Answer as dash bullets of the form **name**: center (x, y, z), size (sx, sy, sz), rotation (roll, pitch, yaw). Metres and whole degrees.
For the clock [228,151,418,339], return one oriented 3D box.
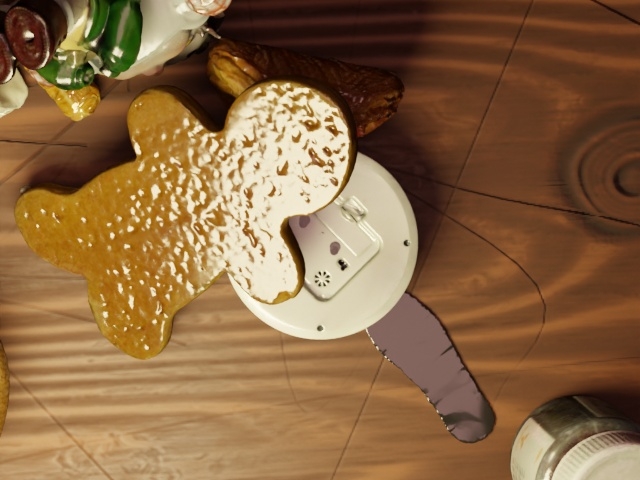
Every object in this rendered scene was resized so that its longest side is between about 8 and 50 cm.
- **clock**: center (0.000, 0.000, 1.691), size (0.231, 0.083, 0.230), rotation (0, 93, -4)

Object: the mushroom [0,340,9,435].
- **mushroom**: center (-0.498, 0.174, 1.637), size (0.297, 0.163, 0.278), rotation (-26, 103, -1)

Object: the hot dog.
- **hot dog**: center (-0.019, -0.168, 1.642), size (0.227, 0.160, 0.099), rotation (8, 89, 1)

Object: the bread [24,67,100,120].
- **bread**: center (-0.318, -0.207, 1.677), size (0.052, 0.044, 0.157), rotation (-41, 94, 6)

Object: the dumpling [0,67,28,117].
- **dumpling**: center (-0.435, -0.199, 1.653), size (0.177, 0.092, 0.150), rotation (-7, 80, 2)

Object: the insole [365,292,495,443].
- **insole**: center (0.133, 0.149, 1.748), size (0.080, 0.003, 0.232), rotation (-38, 95, 0)

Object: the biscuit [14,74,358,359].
- **biscuit**: center (-0.128, -0.042, 1.611), size (0.432, 0.064, 0.283), rotation (-34, 96, 28)

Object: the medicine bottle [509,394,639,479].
- **medicine bottle**: center (0.317, 0.276, 1.633), size (0.165, 0.273, 0.165), rotation (0, 95, -3)

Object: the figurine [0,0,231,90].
- **figurine**: center (-0.228, -0.247, 1.545), size (0.281, 0.370, 0.167), rotation (-18, 99, 31)
